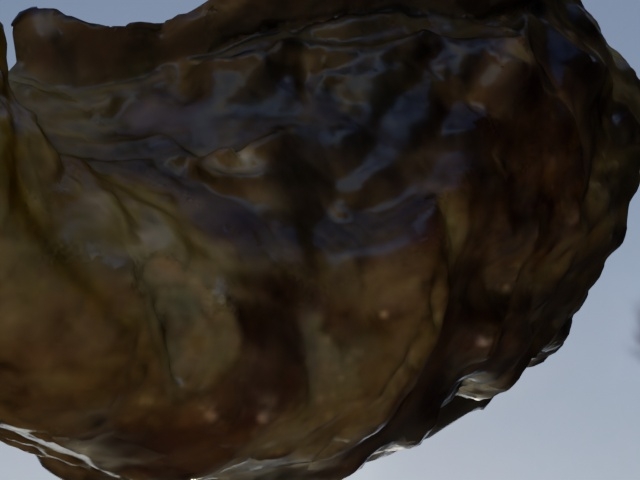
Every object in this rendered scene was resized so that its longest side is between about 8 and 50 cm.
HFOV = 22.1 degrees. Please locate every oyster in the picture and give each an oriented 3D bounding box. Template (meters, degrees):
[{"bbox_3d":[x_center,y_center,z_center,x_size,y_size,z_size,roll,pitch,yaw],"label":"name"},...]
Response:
[{"bbox_3d":[0.008,0.004,0.483,0.271,0.100,0.275,-44,-44,-27],"label":"oyster"}]
